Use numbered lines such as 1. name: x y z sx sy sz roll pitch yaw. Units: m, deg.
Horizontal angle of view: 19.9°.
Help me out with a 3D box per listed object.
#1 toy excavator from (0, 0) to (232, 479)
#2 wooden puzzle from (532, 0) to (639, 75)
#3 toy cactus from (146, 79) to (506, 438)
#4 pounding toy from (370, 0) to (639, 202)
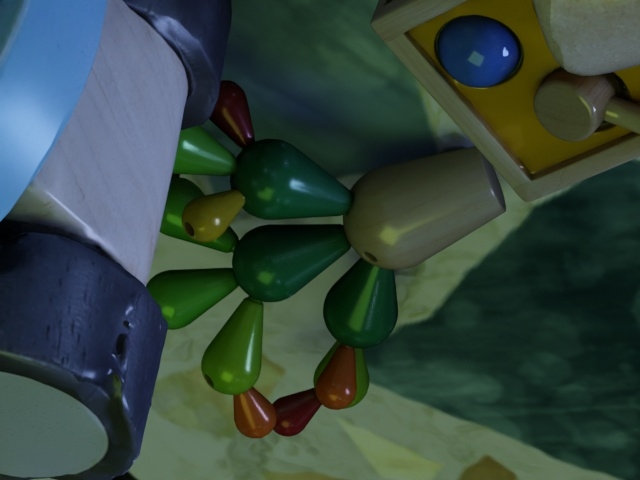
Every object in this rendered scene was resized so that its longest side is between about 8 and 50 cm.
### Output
1. toy excavator: -0.314 -0.082 0.689 0.433 0.222 0.445 -15 138 32
2. wooden puzzle: 0.185 -0.213 0.528 0.322 0.080 0.348 -14 125 13
3. toy cactus: 0.000 0.000 0.879 0.180 0.112 0.219 -21 122 13
4. pounding toy: 0.115 -0.075 0.740 0.130 0.100 0.141 -23 121 37
